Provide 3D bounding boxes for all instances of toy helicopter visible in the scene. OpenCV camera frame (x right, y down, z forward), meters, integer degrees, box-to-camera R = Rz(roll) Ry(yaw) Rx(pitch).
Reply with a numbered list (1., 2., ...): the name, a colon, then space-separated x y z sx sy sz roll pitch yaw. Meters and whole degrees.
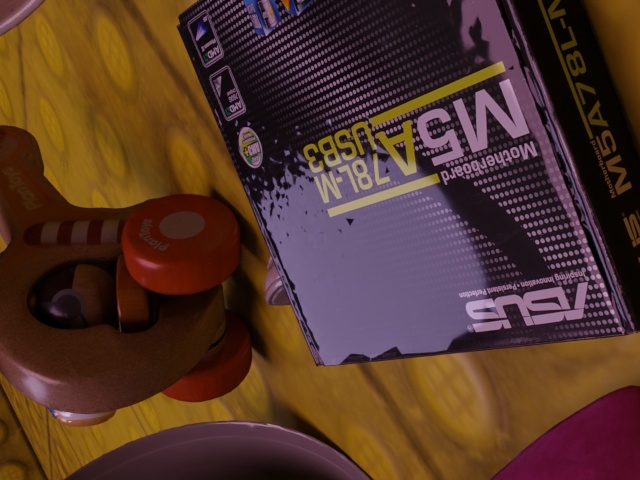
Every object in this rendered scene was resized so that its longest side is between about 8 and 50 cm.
1. toy helicopter: -0.225 0.011 0.742 0.355 0.235 0.140 42 146 40

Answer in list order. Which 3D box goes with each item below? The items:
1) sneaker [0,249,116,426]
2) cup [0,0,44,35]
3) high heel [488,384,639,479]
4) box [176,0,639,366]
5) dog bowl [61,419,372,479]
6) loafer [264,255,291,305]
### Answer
1. sneaker: -0.318 0.084 1.167 0.296 0.112 0.131 45 130 33
2. cup: -0.312 -0.311 0.603 0.331 0.331 0.237 102 164 -51
3. high heel: 0.088 0.125 0.455 0.244 0.082 0.117 148 126 -77
4. box: 0.031 -0.042 0.393 0.191 0.045 0.184 -15 96 53
5. dog bowl: -0.092 0.288 0.630 0.349 0.349 0.102 35 152 47
6. loafer: 0.000 0.000 0.535 0.125 0.045 0.039 -45 55 56
